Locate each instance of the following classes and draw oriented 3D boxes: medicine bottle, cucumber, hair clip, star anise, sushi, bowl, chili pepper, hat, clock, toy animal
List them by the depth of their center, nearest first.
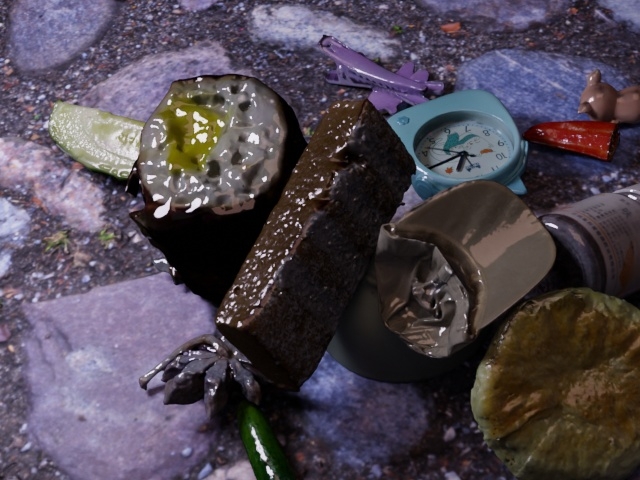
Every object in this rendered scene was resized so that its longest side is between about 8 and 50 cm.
[{"bbox_3d":[-0.075,0.318,1.648,0.056,0.056,0.250,-21,47,-11],"label":"cucumber"},{"bbox_3d":[0.205,0.048,1.650,0.245,0.149,0.214,-25,66,-22],"label":"hat"},{"bbox_3d":[0.435,0.011,1.739,0.273,0.165,0.165,-19,44,-36],"label":"medicine bottle"},{"bbox_3d":[-0.158,0.194,1.747,0.262,0.081,0.230,1,34,14],"label":"star anise"},{"bbox_3d":[0.127,0.068,1.791,0.289,0.146,0.289,-4,47,5],"label":"bowl"},{"bbox_3d":[-0.146,-0.072,1.841,0.281,0.294,0.299,13,62,21],"label":"sushi"},{"bbox_3d":[0.249,-0.142,2.010,0.224,0.094,0.274,-18,49,-8],"label":"clock"},{"bbox_3d":[0.444,-0.182,2.042,0.169,0.065,0.088,8,33,23],"label":"chili pepper"},{"bbox_3d":[0.539,-0.253,2.076,0.150,0.089,0.083,3,44,-1],"label":"toy animal"},{"bbox_3d":[-0.364,-0.175,2.127,0.325,0.105,0.145,17,78,23],"label":"cucumber"},{"bbox_3d":[0.118,-0.314,2.200,0.278,0.090,0.137,31,61,27],"label":"hair clip"}]

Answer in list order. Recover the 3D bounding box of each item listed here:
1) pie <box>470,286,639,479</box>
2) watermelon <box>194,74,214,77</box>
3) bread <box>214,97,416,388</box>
[{"bbox_3d":[0.355,0.206,1.590,0.306,0.071,0.306,1,82,-5],"label":"pie"},{"bbox_3d":[-0.229,-0.284,2.223,0.111,0.078,0.078,-28,49,-18],"label":"watermelon"},{"bbox_3d":[0.000,0.000,1.686,0.113,0.165,0.416,6,61,44],"label":"bread"}]
